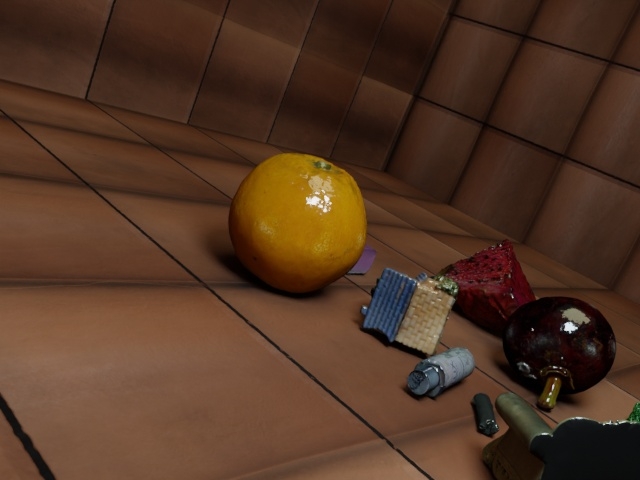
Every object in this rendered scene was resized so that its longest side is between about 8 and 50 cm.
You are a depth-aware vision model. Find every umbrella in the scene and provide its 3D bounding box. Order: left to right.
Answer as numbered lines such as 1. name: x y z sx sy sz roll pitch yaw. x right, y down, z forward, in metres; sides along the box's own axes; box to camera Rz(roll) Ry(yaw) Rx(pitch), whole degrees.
1. umbrella: 0.300 0.314 1.208 0.036 0.031 0.133 49 14 -4

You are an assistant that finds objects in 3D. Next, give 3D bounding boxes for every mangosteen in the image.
1. mangosteen: 0.509 0.250 1.437 0.235 0.236 0.261 23 48 4

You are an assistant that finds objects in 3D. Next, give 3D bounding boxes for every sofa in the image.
1. sofa: 0.390 0.314 0.973 0.258 0.182 0.200 20 3 -3

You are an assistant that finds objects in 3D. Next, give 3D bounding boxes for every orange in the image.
1. orange: -0.046 -0.039 1.449 0.312 0.312 0.312 21 14 -6

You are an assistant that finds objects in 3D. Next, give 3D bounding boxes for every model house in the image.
1. model house: 0.175 0.134 1.433 0.172 0.167 0.183 18 3 -5

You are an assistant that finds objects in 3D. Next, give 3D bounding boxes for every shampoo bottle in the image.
1. shampoo bottle: 0.228 0.249 1.262 0.072 0.072 0.214 30 16 28

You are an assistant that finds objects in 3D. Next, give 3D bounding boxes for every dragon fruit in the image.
1. dragon fruit: 0.459 0.118 1.751 0.302 0.241 0.330 5 5 7

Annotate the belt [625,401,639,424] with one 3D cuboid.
1. belt: 0.749 0.401 1.462 0.151 0.079 0.121 8 19 -45

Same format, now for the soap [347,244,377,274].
1. soap: 0.001 -0.002 1.803 0.181 0.081 0.259 8 20 -45
